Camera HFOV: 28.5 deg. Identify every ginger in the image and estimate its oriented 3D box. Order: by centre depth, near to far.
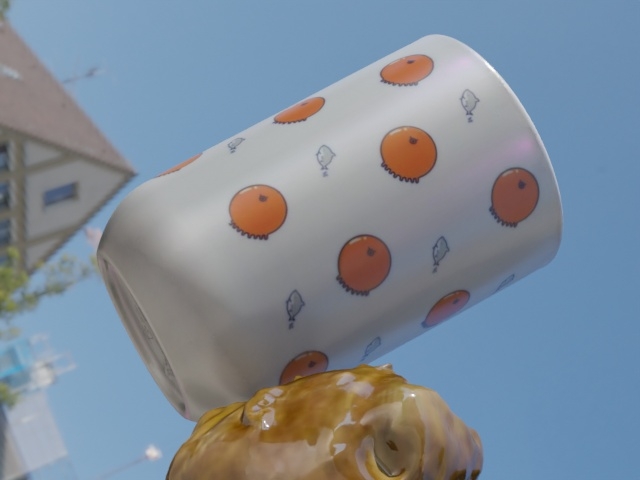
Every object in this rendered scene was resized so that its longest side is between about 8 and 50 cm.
[{"bbox_3d":[0.016,0.205,0.824,0.200,0.223,0.269,-6,-38,29],"label":"ginger"}]

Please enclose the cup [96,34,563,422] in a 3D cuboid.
[{"bbox_3d":[0.000,0.000,0.985,0.212,0.317,0.212,52,-20,27],"label":"cup"}]
